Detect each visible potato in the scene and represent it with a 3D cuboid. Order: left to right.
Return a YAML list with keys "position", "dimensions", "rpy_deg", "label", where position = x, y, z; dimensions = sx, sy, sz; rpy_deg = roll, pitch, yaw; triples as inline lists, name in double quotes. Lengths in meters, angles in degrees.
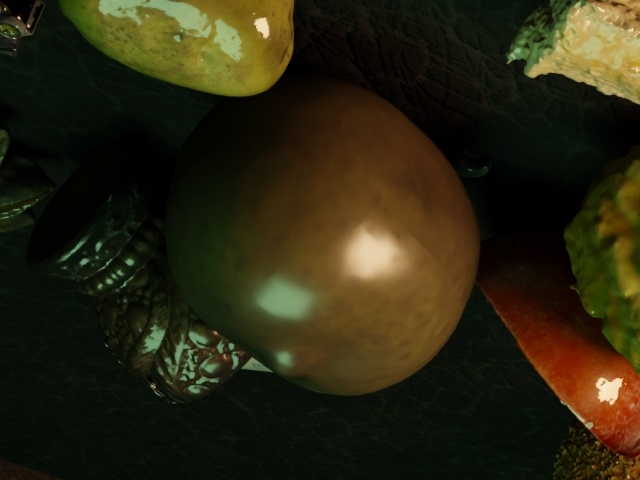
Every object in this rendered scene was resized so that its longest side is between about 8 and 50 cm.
- position: [-0.136, -0.232, 1.411]
  dimensions: [0.228, 0.149, 0.197]
  rpy_deg: [12, 167, 6]
  label: "potato"

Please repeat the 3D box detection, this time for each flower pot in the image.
- position: [-0.211, 0.030, 1.879]
  dimensions: [0.267, 0.267, 0.266]
  rpy_deg: [41, 145, -24]
  label: "flower pot"

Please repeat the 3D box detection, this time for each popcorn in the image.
- position: [0.387, 0.019, 1.531]
  dimensions: [0.282, 0.282, 0.247]
  rpy_deg: [31, 113, -32]
  label: "popcorn"

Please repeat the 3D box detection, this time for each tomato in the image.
- position: [0.318, 0.097, 1.750]
  dimensions: [0.143, 0.338, 0.338]
  rpy_deg: [-39, 133, 13]
  label: "tomato"

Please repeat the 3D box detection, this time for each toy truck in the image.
- position: [-0.364, -0.271, 1.519]
  dimensions: [0.092, 0.083, 0.192]
  rpy_deg: [-3, 151, 41]
  label: "toy truck"

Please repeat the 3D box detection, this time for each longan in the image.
- position: [0.000, 0.000, 1.602]
  dimensions: [0.361, 0.361, 0.361]
  rpy_deg: [11, 154, 5]
  label: "longan"

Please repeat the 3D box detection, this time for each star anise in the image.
- position: [-0.500, -0.093, 1.925]
  dimensions: [0.315, 0.108, 0.315]
  rpy_deg: [14, 155, 7]
  label: "star anise"

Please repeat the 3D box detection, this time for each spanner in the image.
- position: [0.100, -0.067, 1.779]
  dimensions: [0.054, 0.015, 0.254]
  rpy_deg: [29, 151, -33]
  label: "spanner"

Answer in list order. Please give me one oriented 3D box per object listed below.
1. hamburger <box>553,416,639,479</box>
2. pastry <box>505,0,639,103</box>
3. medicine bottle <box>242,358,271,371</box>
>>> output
- position: [0.454, 0.336, 2.133]
  dimensions: [0.179, 0.276, 0.294]
  rpy_deg: [21, 141, -31]
  label: "hamburger"
- position: [0.314, -0.169, 1.382]
  dimensions: [0.258, 0.089, 0.121]
  rpy_deg: [17, 159, -11]
  label: "pastry"
- position: [-0.122, 0.118, 2.132]
  dimensions: [0.341, 0.130, 0.130]
  rpy_deg: [4, 153, 19]
  label: "medicine bottle"
